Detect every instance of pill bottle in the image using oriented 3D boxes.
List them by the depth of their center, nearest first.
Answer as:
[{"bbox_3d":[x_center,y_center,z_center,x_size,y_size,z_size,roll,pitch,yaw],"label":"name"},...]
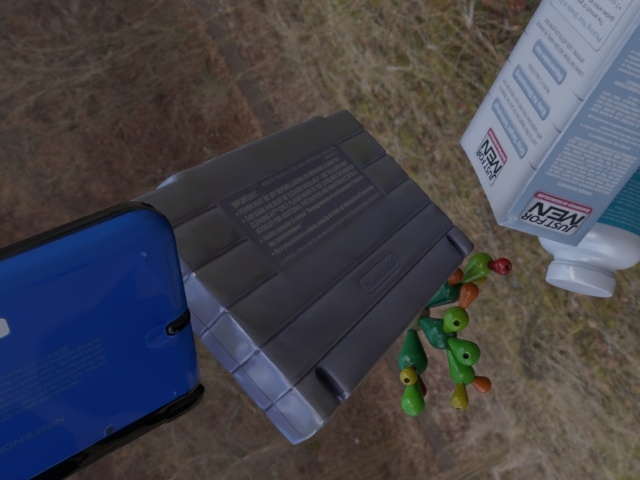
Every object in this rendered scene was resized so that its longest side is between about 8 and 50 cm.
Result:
[{"bbox_3d":[0.402,-0.057,0.975,0.146,0.263,0.146,17,172,2],"label":"pill bottle"}]

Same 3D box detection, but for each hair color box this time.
[{"bbox_3d":[0.307,-0.198,0.735,0.185,0.114,0.374,-97,27,-51],"label":"hair color box"}]

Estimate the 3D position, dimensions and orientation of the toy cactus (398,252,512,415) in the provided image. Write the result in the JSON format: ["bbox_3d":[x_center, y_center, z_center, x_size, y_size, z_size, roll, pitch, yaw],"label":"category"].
[{"bbox_3d":[0.146,0.105,0.851,0.112,0.218,0.180,12,-170,-33],"label":"toy cactus"}]

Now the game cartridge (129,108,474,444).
[{"bbox_3d":[0.000,0.000,0.641,0.230,0.068,0.355,44,-144,8],"label":"game cartridge"}]

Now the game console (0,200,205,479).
[{"bbox_3d":[-0.248,0.100,0.456,0.173,0.293,0.250,33,137,41],"label":"game console"}]
